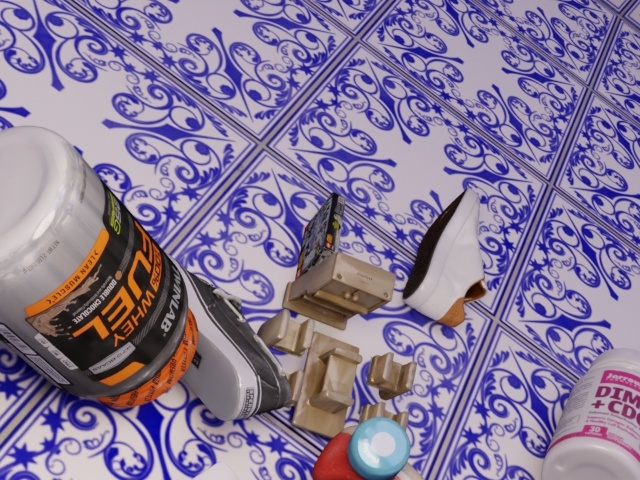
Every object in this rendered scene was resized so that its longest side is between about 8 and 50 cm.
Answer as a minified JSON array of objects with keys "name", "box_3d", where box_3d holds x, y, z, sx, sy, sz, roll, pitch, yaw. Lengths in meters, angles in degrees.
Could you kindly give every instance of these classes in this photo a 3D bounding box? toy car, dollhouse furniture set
[{"name":"toy car","box_3d":[0.030,0.368,1.392,0.238,0.219,0.210,-38,78,-22]},{"name":"dollhouse furniture set","box_3d":[0.008,0.163,1.626,0.212,0.161,0.242,23,62,-19]}]

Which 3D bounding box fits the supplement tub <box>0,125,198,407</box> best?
[{"name":"supplement tub","box_3d":[-0.287,0.045,1.312,0.338,0.207,0.207,56,17,-48]}]

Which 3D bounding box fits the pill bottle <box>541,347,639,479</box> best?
[{"name":"pill bottle","box_3d":[0.455,0.298,1.788,0.160,0.160,0.283,39,37,1]}]

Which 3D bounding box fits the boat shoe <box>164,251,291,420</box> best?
[{"name":"boat shoe","box_3d":[-0.144,0.114,1.501,0.105,0.113,0.306,-2,31,-41]}]

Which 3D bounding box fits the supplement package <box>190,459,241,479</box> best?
[{"name":"supplement package","box_3d":[-0.154,0.398,1.212,0.204,0.145,0.262,48,38,13]}]

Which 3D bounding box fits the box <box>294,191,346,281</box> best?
[{"name":"box","box_3d":[0.000,0.000,1.783,0.027,0.094,0.137,27,39,-14]}]

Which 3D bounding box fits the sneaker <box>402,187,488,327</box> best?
[{"name":"sneaker","box_3d":[0.232,0.035,1.937,0.123,0.106,0.290,36,48,-9]}]
